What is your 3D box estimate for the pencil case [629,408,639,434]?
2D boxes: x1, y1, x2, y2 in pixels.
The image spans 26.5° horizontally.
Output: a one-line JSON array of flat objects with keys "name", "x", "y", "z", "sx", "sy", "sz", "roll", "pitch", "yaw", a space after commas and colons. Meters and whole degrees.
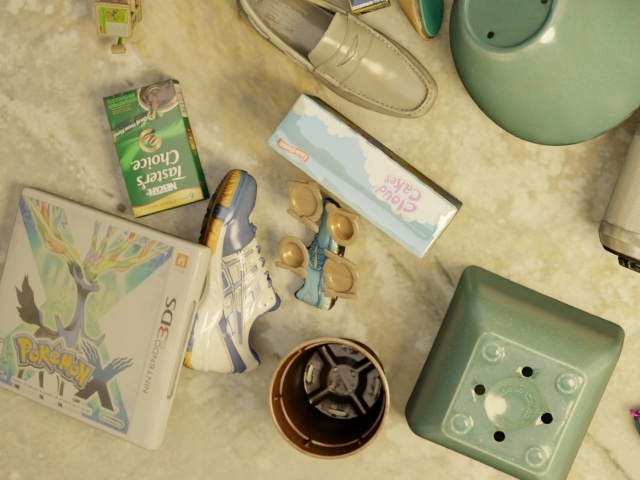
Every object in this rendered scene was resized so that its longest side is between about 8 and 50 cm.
[{"name": "pencil case", "x": 0.513, "y": 0.240, "z": 1.889, "sx": 0.152, "sy": 0.064, "sz": 0.070, "roll": -24, "pitch": 106, "yaw": 8}]

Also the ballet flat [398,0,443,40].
[{"name": "ballet flat", "x": 0.129, "y": -0.394, "z": 1.913, "sx": 0.073, "sy": 0.080, "sz": 0.232, "roll": -1, "pitch": 91, "yaw": 36}]

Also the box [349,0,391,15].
[{"name": "box", "x": 0.050, "y": -0.406, "z": 1.919, "sx": 0.054, "sy": 0.059, "sz": 0.168, "roll": -16, "pitch": 91, "yaw": 9}]

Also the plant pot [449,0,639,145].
[{"name": "plant pot", "x": 0.284, "y": -0.284, "z": 1.772, "sx": 0.290, "sy": 0.195, "sz": 0.290, "roll": -5, "pitch": 79, "yaw": 30}]

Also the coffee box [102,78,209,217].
[{"name": "coffee box", "x": -0.239, "y": -0.134, "z": 1.986, "sx": 0.113, "sy": 0.040, "sz": 0.184, "roll": -13, "pitch": 91, "yaw": 9}]

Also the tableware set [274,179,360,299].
[{"name": "tableware set", "x": 0.000, "y": 0.000, "z": 1.890, "sx": 0.141, "sy": 0.020, "sz": 0.168, "roll": 24, "pitch": 124, "yaw": 32}]

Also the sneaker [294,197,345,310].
[{"name": "sneaker", "x": -0.005, "y": 0.018, "z": 1.952, "sx": 0.073, "sy": 0.063, "sz": 0.162, "roll": 9, "pitch": 94, "yaw": 11}]

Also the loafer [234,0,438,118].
[{"name": "loafer", "x": 0.018, "y": -0.269, "z": 1.905, "sx": 0.319, "sy": 0.111, "sz": 0.112, "roll": 29, "pitch": 97, "yaw": 5}]

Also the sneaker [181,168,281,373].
[{"name": "sneaker", "x": -0.116, "y": 0.048, "z": 1.962, "sx": 0.131, "sy": 0.112, "sz": 0.296, "roll": 11, "pitch": 97, "yaw": -10}]

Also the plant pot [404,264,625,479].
[{"name": "plant pot", "x": 0.258, "y": 0.197, "z": 1.829, "sx": 0.247, "sy": 0.252, "sz": 0.247, "roll": 23, "pitch": 96, "yaw": 7}]

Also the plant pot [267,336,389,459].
[{"name": "plant pot", "x": 0.022, "y": 0.207, "z": 1.907, "sx": 0.167, "sy": 0.165, "sz": 0.167, "roll": 1, "pitch": 94, "yaw": 8}]

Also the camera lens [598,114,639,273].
[{"name": "camera lens", "x": 0.506, "y": -0.074, "z": 1.794, "sx": 0.219, "sy": 0.219, "sz": 0.274, "roll": 20, "pitch": 96, "yaw": 7}]

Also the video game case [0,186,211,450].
[{"name": "video game case", "x": -0.332, "y": 0.108, "z": 1.963, "sx": 0.329, "sy": 0.036, "sz": 0.299, "roll": 18, "pitch": 97, "yaw": 26}]

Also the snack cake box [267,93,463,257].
[{"name": "snack cake box", "x": 0.065, "y": -0.092, "z": 1.889, "sx": 0.264, "sy": 0.152, "sz": 0.089, "roll": 37, "pitch": 97, "yaw": 4}]

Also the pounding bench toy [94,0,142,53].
[{"name": "pounding bench toy", "x": -0.291, "y": -0.320, "z": 1.975, "sx": 0.052, "sy": 0.065, "sz": 0.083, "roll": 6, "pitch": 125, "yaw": 7}]
